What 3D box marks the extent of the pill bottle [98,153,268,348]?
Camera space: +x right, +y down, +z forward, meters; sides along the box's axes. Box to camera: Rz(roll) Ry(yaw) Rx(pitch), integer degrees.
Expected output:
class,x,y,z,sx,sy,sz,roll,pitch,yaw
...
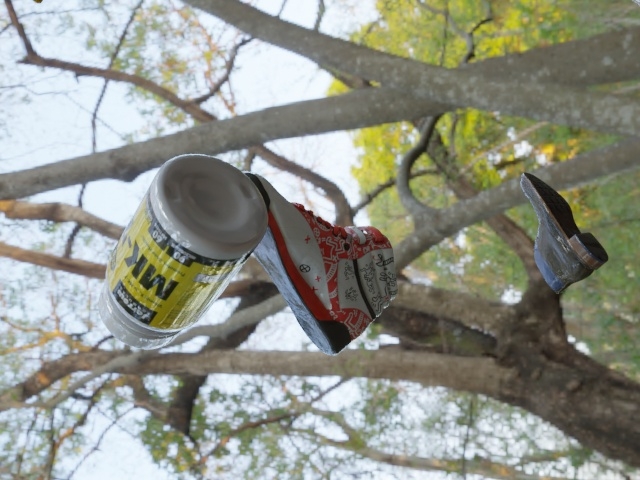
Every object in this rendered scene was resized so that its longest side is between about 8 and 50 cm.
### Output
class,x,y,z,sx,sy,sz,roll,pitch,yaw
pill bottle,-0.149,0.020,0.821,0.119,0.208,0.119,19,-134,-21

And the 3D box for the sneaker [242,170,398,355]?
class,x,y,z,sx,sy,sz,roll,pitch,yaw
sneaker,0.000,0.001,1.021,0.145,0.090,0.270,-38,-70,-24

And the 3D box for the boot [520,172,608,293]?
class,x,y,z,sx,sy,sz,roll,pitch,yaw
boot,0.394,-0.014,1.403,0.082,0.106,0.219,2,-133,-41

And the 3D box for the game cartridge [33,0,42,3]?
class,x,y,z,sx,sy,sz,roll,pitch,yaw
game cartridge,-0.480,-0.527,1.136,0.324,0.052,0.285,20,-69,-35

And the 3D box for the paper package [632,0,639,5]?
class,x,y,z,sx,sy,sz,roll,pitch,yaw
paper package,0.466,-0.256,0.641,0.309,0.325,0.168,-39,-23,-12
